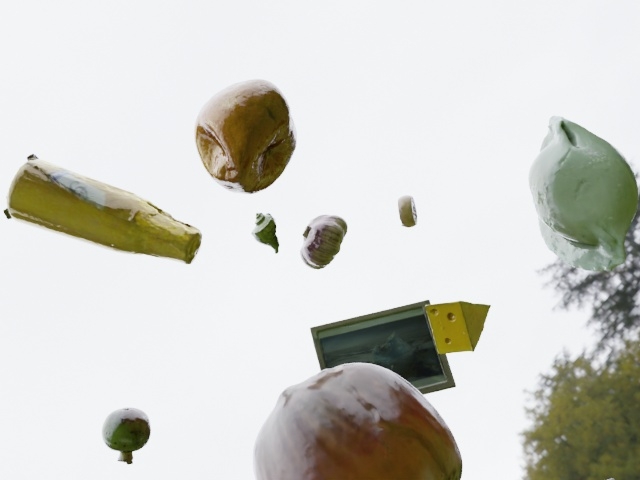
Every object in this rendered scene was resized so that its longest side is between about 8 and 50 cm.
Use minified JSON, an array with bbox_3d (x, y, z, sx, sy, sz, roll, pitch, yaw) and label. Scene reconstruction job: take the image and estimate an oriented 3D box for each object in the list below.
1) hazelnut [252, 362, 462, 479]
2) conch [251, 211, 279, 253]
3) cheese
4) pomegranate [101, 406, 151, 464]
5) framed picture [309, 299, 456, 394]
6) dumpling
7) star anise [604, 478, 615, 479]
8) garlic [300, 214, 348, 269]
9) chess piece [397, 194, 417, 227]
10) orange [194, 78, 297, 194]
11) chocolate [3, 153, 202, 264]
[{"bbox_3d":[0.064,0.395,1.237,0.372,0.372,0.315,-42,3,-4],"label":"hazelnut"},{"bbox_3d":[-0.130,-0.025,1.758,0.074,0.089,0.121,-18,-59,21],"label":"conch"},{"bbox_3d":[0.338,0.181,1.697,0.171,0.093,0.126,-26,-78,-54],"label":"cheese"},{"bbox_3d":[-0.482,0.479,1.773,0.130,0.130,0.130,-24,-42,-24],"label":"pomegranate"},{"bbox_3d":[0.214,0.405,2.465,0.446,0.326,0.028,-13,-24,-6],"label":"framed picture"},{"bbox_3d":[0.571,-0.114,1.620,0.211,0.270,0.321,32,-114,-36],"label":"dumpling"},{"bbox_3d":[0.532,0.595,1.371,0.282,0.129,0.212,-30,-34,-47],"label":"star anise"},{"bbox_3d":[0.000,0.000,1.848,0.102,0.147,0.159,22,-41,-16],"label":"garlic"},{"bbox_3d":[0.221,-0.074,1.799,0.038,0.084,0.084,-7,-36,16],"label":"chess piece"},{"bbox_3d":[-0.156,-0.230,1.506,0.249,0.183,0.249,-48,-19,-22],"label":"orange"},{"bbox_3d":[-0.479,-0.060,1.607,0.162,0.445,0.162,17,-90,-82],"label":"chocolate"}]
